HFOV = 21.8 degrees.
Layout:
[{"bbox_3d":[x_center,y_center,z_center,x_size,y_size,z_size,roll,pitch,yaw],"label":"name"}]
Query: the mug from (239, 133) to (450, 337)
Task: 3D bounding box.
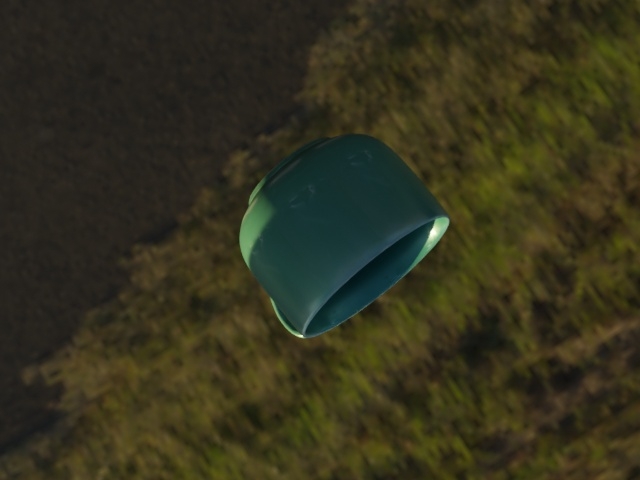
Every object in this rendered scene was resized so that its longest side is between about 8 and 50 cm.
[{"bbox_3d":[0.000,-0.002,1.141,0.158,0.097,0.129,-43,167,18],"label":"mug"}]
